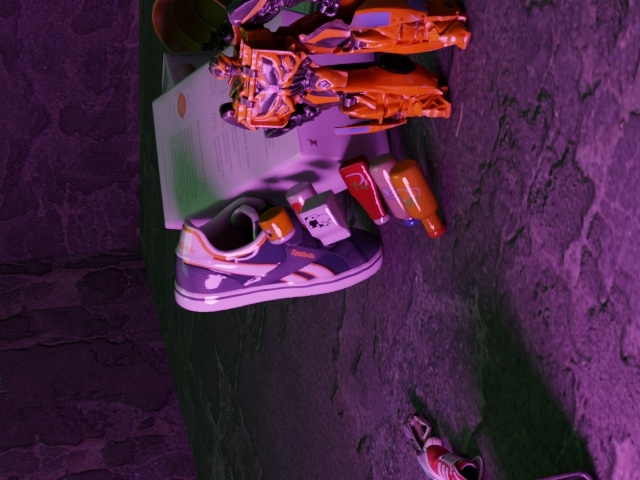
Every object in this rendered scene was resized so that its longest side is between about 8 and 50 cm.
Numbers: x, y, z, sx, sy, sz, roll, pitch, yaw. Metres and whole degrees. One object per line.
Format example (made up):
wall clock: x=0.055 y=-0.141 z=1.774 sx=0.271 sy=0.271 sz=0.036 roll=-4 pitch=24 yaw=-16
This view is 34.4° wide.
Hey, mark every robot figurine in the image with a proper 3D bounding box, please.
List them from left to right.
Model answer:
robot figurine: x=0.018 y=-0.203 z=1.194 sx=0.085 sy=0.291 sz=0.211 roll=-114 pitch=23 yaw=-44

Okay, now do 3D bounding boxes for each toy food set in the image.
toy food set: x=0.045 y=-0.035 z=1.347 sx=0.104 sy=0.232 sz=0.111 roll=59 pitch=-156 yaw=-24

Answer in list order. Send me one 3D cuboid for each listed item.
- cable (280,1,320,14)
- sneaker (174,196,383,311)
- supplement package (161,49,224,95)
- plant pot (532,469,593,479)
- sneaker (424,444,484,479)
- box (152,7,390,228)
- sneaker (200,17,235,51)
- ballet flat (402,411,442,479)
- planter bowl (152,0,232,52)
cable: x=-0.027 y=-0.435 z=1.583 sx=0.257 sy=0.089 sz=0.257 roll=99 pitch=153 yaw=-42
sneaker: x=-0.050 y=0.006 z=1.454 sx=0.126 sy=0.321 sz=0.128 roll=36 pitch=131 yaw=52
supplement package: x=-0.195 y=-0.220 z=2.041 sx=0.198 sy=0.199 sz=0.263 roll=101 pitch=156 yaw=-44
plant pot: x=0.187 y=0.348 z=1.067 sx=0.167 sy=0.187 sz=0.188 roll=104 pitch=156 yaw=-76
sneaker: x=0.170 y=0.283 z=1.308 sx=0.118 sy=0.042 sz=0.067 roll=-130 pitch=32 yaw=-48
box: x=-0.082 y=-0.160 z=1.526 sx=0.345 sy=0.168 sz=0.215 roll=-23 pitch=70 yaw=47
sneaker: x=-0.199 y=-0.352 z=2.177 sx=0.276 sy=0.135 sz=0.098 roll=-50 pitch=30 yaw=41
ballet flat: x=0.143 y=0.274 z=1.404 sx=0.114 sy=0.041 sz=0.041 roll=-121 pitch=29 yaw=-52
planter bowl: x=-0.242 y=-0.471 z=2.210 sx=0.217 sy=0.217 sz=0.090 roll=108 pitch=-173 yaw=-54
